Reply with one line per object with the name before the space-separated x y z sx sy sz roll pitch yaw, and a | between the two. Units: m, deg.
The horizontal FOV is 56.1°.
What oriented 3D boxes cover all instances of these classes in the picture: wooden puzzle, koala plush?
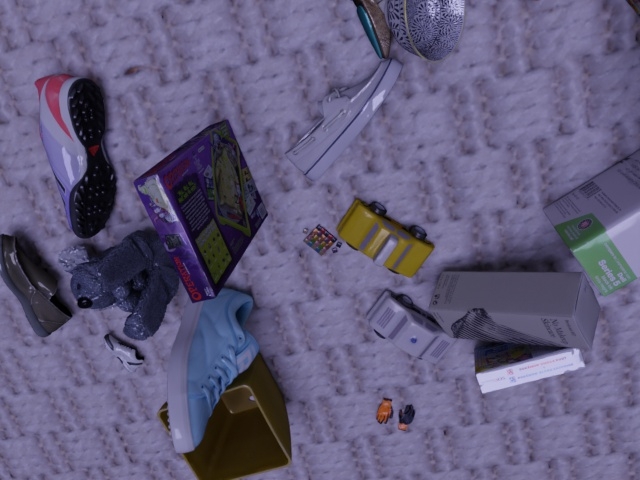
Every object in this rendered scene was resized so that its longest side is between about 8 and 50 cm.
wooden puzzle | 0.000 0.000 1.213 0.083 0.006 0.049 40 112 -11
koala plush | -0.422 0.082 1.227 0.221 0.203 0.196 -11 126 33

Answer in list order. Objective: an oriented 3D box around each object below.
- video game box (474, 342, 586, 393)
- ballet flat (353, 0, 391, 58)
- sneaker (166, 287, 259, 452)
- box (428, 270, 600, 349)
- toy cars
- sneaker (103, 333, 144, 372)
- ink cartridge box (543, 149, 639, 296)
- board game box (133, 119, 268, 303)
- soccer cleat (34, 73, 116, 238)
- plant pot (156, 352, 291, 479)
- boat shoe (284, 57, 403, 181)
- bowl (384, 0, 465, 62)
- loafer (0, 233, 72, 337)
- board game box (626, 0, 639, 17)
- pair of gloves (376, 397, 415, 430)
video game box | 0.392 0.226 1.157 0.187 0.205 0.048 -16 89 14
ballet flat | 0.080 -0.405 0.998 0.067 0.073 0.206 -32 110 3
sneaker | -0.196 0.224 1.145 0.150 0.365 0.135 -1 135 2
box | 0.348 0.123 1.098 0.275 0.094 0.113 -3 139 43
toy cars | 0.157 0.099 1.193 0.177 0.087 0.393 -15 111 13
sneaker | -0.443 0.248 1.359 0.044 0.040 0.109 -38 108 3
ink cartridge box | 0.547 -0.055 1.020 0.273 0.198 0.114 -35 105 19
board game box | -0.184 -0.067 1.020 0.056 0.347 0.208 -12 111 14
soccer cleat | -0.477 -0.159 1.160 0.116 0.108 0.318 15 118 22
plant pot | -0.184 0.363 1.292 0.212 0.187 0.212 -20 109 13
boat shoe | 0.035 -0.226 1.068 0.088 0.096 0.267 37 122 -11
bowl | 0.157 -0.375 0.974 0.080 0.170 0.170 14 120 41
loafer | -0.610 0.089 1.288 0.087 0.094 0.251 -21 121 -11
board game box | 0.555 -0.329 0.906 0.305 0.193 0.053 43 111 -11
pair of gloves | 0.170 0.395 1.361 0.083 0.010 0.074 15 114 -1
